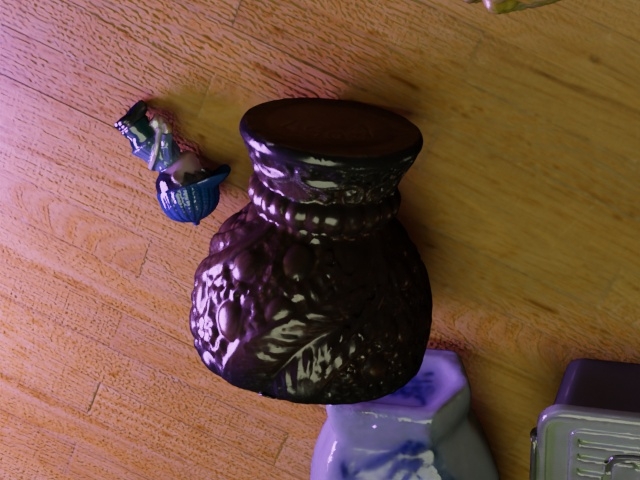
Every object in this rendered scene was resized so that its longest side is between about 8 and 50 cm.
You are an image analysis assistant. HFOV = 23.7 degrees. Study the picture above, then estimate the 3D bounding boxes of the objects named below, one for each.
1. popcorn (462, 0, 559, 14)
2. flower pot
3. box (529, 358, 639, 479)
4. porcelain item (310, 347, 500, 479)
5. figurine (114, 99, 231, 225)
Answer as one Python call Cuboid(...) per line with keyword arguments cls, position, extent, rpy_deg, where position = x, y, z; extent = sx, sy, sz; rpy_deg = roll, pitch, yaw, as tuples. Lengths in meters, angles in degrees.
Cuboid(cls="popcorn", position=(0.200, -0.314, 1.387), extent=(0.259, 0.259, 0.212), rpy_deg=(-15, 101, 26))
Cuboid(cls="flower pot", position=(0.000, 0.000, 1.630), extent=(0.266, 0.266, 0.267), rpy_deg=(12, 114, 11))
Cuboid(cls="box", position=(0.365, 0.228, 1.718), extent=(0.243, 0.135, 0.163), rpy_deg=(5, 122, 16))
Cuboid(cls="porcelain item", position=(0.107, 0.328, 1.841), extent=(0.242, 0.178, 0.405), rpy_deg=(3, 120, 17))
Cuboid(cls="figurine", position=(-0.170, -0.088, 1.731), extent=(0.149, 0.087, 0.086), rpy_deg=(46, 161, -12))
